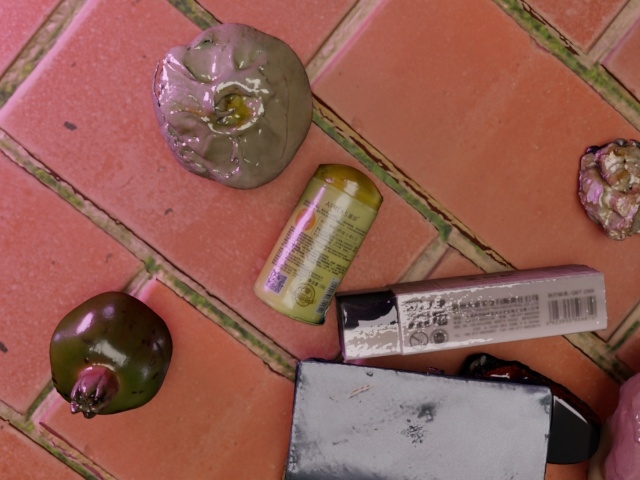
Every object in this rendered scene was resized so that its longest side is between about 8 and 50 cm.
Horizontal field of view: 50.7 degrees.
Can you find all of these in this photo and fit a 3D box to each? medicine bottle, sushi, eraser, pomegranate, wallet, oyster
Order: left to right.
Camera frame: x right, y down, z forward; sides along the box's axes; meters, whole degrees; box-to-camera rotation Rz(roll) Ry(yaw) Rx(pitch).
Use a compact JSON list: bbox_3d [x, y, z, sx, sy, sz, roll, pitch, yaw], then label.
[{"bbox_3d":[-0.304,0.173,0.955,0.180,0.209,0.180,1,109,2],"label":"pomegranate"},{"bbox_3d":[0.000,0.000,1.010,0.124,0.124,0.239,27,92,-7],"label":"medicine bottle"},{"bbox_3d":[0.143,0.280,0.983,0.379,0.046,0.190,6,90,2],"label":"wallet"},{"bbox_3d":[0.228,0.110,1.050,0.404,0.096,0.098,-6,97,-3],"label":"eraser"},{"bbox_3d":[0.319,0.266,1.061,0.225,0.126,0.136,23,94,-1],"label":"sushi"},{"bbox_3d":[0.499,-0.070,1.066,0.191,0.081,0.163,27,88,-10],"label":"oyster"}]

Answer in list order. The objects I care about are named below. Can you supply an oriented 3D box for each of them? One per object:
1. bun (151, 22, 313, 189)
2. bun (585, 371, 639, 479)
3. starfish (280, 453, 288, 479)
[{"bbox_3d":[-0.127,-0.194,0.968,0.239,0.141,0.239,0,98,-3],"label":"bun"},{"bbox_3d":[0.547,0.338,1.021,0.326,0.234,0.362,-21,106,-36],"label":"bun"},{"bbox_3d":[0.002,0.421,1.078,0.299,0.060,0.302,15,93,-4],"label":"starfish"}]
